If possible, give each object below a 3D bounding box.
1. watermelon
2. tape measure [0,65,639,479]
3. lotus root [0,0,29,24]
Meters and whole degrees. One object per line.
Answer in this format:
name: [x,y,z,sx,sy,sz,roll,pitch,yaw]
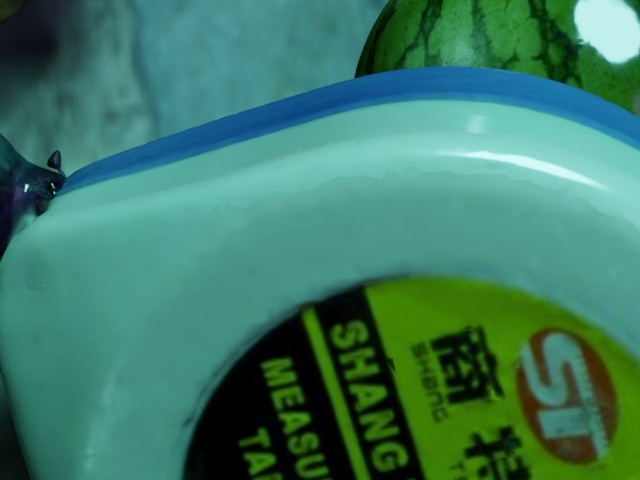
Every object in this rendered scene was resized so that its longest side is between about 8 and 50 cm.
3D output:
watermelon: [0.074,-0.048,0.586,0.141,0.141,0.187,-22,99,-38]
tape measure: [0.000,0.000,0.482,0.098,0.215,0.351,-74,147,-69]
lotus root: [-0.090,-0.135,0.490,0.159,0.095,0.135,-53,123,-22]
